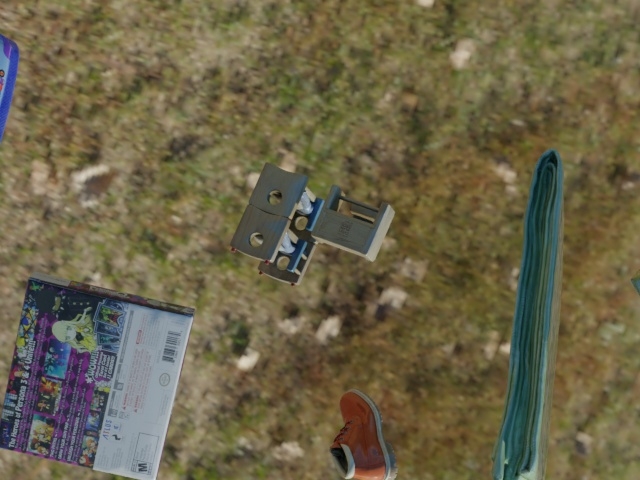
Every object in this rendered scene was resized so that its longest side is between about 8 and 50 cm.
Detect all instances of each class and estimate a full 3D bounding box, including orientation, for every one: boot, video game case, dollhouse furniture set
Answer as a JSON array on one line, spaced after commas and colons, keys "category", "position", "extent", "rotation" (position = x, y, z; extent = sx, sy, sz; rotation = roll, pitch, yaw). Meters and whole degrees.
[{"category": "boot", "position": [0.046, 0.276, 1.989], "extent": [0.085, 0.158, 0.059], "rotation": [2, 133, -26]}, {"category": "video game case", "position": [-0.283, 0.173, 1.751], "extent": [0.210, 0.042, 0.232], "rotation": [13, 103, -3]}, {"category": "dollhouse furniture set", "position": [0.000, 0.000, 1.862], "extent": [0.128, 0.184, 0.129], "rotation": [-66, 158, -9]}]

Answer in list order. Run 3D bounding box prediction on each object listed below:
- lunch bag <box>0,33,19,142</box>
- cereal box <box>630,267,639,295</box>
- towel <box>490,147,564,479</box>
[{"category": "lunch bag", "position": [-0.410, -0.121, 1.315], "extent": [0.221, 0.138, 0.293], "rotation": [26, 83, -46]}, {"category": "cereal box", "position": [0.355, 0.106, 1.179], "extent": [0.240, 0.047, 0.173], "rotation": [60, 27, 0]}, {"category": "towel", "position": [0.168, 0.097, 1.115], "extent": [0.325, 0.038, 0.247], "rotation": [60, 37, -71]}]
